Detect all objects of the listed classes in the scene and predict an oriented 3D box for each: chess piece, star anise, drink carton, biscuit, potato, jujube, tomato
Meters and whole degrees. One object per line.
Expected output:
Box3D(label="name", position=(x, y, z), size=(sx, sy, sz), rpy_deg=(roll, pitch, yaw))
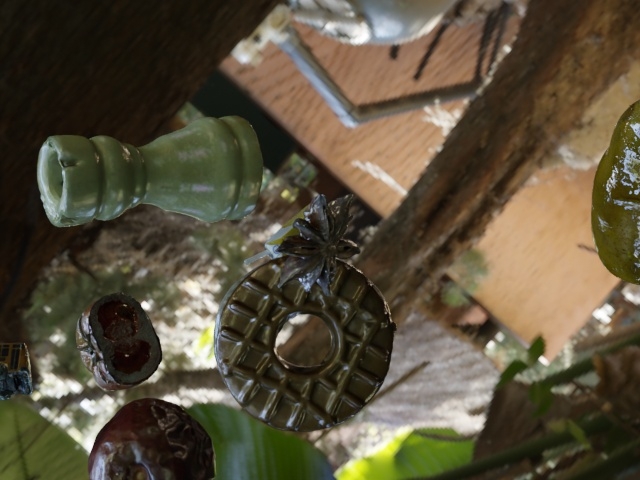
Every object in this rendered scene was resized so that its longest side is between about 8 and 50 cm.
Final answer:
Box3D(label="chess piece", position=(-0.359, -0.136, 2.090), size=(0.442, 0.234, 0.234), rpy_deg=(-9, -146, -34))
Box3D(label="star anise", position=(0.000, 0.000, 1.636), size=(0.195, 0.182, 0.065), rpy_deg=(15, -167, -46))
Box3D(label="drink carton", position=(-0.072, 0.007, 2.176), size=(0.074, 0.200, 0.084), rpy_deg=(46, 166, 6))
Box3D(label="biscuit", position=(-0.032, 0.181, 1.773), size=(0.332, 0.332, 0.103), rpy_deg=(42, 173, 1))
Box3D(label="potato", position=(0.573, -0.083, 1.691), size=(0.195, 0.369, 0.176), rpy_deg=(5, -143, -5))
Box3D(label="jujube", position=(-0.239, 0.318, 1.423), size=(0.183, 0.183, 0.243), rpy_deg=(42, 173, 3))
Box3D(label="tomato", position=(-0.481, 0.238, 2.256), size=(0.155, 0.180, 0.214), rpy_deg=(-22, 86, 47))

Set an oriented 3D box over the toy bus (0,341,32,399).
Box3D(label="toy bus", position=(-0.689, 0.268, 2.044), size=(0.103, 0.182, 0.091), rpy_deg=(-100, 11, -45))
